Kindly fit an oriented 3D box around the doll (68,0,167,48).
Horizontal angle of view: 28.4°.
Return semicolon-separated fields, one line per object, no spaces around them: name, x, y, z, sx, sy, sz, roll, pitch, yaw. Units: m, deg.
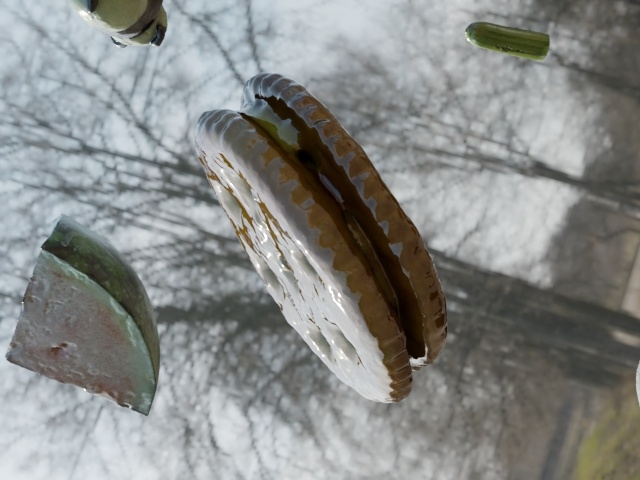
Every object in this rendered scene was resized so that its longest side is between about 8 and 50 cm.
doll;-0.305;-0.370;1.898;0.234;0.143;0.135;38;-124;-75

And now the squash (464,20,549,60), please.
squash;0.179;-0.195;1.226;0.027;0.083;0.028;-171;90;-79

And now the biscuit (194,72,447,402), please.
biscuit;0.000;0.000;0.788;0.066;0.220;0.220;-34;-24;-12

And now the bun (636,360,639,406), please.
bun;0.443;0.160;1.309;0.133;0.231;0.231;31;-105;-57

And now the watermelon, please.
watermelon;-0.280;0.082;1.473;0.260;0.176;0.256;-98;-10;-70
